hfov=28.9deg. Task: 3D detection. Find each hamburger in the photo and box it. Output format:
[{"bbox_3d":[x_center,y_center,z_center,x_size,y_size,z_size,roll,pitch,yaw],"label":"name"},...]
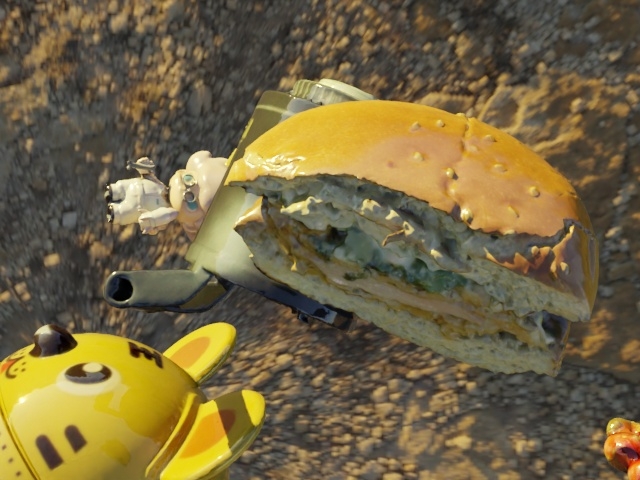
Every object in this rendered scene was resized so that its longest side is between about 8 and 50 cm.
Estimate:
[{"bbox_3d":[0.076,-0.025,0.926,0.283,0.144,0.156,23,58,10],"label":"hamburger"}]

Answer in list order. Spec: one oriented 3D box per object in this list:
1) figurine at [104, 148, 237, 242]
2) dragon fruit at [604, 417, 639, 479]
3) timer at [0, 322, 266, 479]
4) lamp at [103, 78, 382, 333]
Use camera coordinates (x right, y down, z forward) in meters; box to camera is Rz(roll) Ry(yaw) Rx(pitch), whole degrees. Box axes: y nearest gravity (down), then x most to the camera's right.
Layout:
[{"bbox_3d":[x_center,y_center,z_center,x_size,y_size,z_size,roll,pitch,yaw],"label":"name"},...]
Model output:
[{"bbox_3d":[-0.176,-0.052,1.676,0.229,0.112,0.137,-4,64,-18],"label":"figurine"},{"bbox_3d":[0.341,0.226,1.111,0.208,0.133,0.150,36,62,27],"label":"dragon fruit"},{"bbox_3d":[-0.245,0.248,1.472,0.387,0.376,0.376,-37,89,1],"label":"timer"},{"bbox_3d":[-0.020,-0.039,1.347,0.374,0.205,0.272,5,83,7],"label":"lamp"}]
